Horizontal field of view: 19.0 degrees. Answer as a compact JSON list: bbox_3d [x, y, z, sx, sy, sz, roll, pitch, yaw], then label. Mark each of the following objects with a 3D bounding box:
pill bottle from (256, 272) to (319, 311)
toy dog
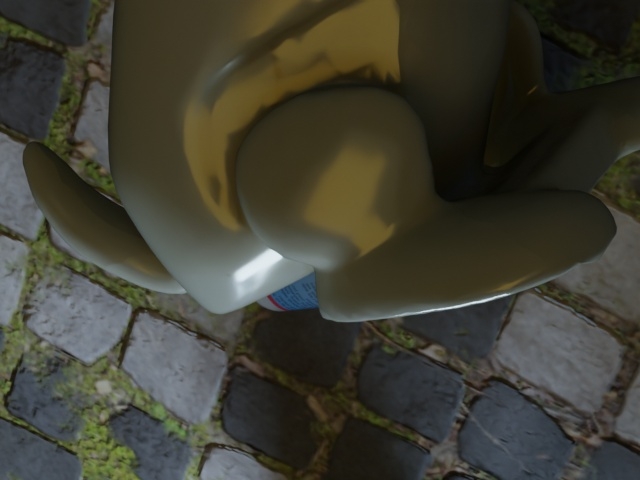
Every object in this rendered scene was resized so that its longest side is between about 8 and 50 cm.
[{"bbox_3d":[0.000,0.000,1.235,0.160,0.087,0.087,-8,114,29],"label":"pill bottle"},{"bbox_3d":[-0.019,-0.187,1.039,0.395,0.284,0.408,-11,105,36],"label":"toy dog"}]
